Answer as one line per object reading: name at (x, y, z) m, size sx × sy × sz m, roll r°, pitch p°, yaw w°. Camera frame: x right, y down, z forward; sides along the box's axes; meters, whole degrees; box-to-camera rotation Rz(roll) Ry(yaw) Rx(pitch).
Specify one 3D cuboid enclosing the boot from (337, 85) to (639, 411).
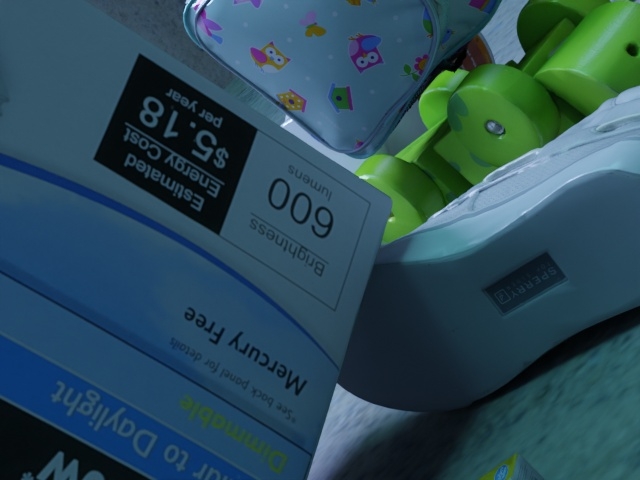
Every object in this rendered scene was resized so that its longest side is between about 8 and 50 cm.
boot at (0.112, 0.002, 0.864) m, size 0.258 × 0.095 × 0.123 m, roll -25°, pitch 11°, yaw 44°

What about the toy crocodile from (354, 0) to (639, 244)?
toy crocodile at (0.114, -0.062, 1.086) m, size 0.115 × 0.105 × 0.340 m, roll -50°, pitch 7°, yaw -32°

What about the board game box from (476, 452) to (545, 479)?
board game box at (0.035, 0.156, 0.650) m, size 0.103 × 0.026 × 0.154 m, roll -39°, pitch 11°, yaw 27°

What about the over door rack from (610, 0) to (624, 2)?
over door rack at (0.290, -0.298, 1.372) m, size 0.324 × 0.108 × 0.239 m, roll -15°, pitch 27°, yaw 41°

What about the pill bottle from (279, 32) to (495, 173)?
pill bottle at (0.047, -0.097, 1.331) m, size 0.121 × 0.121 × 0.216 m, roll -36°, pitch 5°, yaw 37°

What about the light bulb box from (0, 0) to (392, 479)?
light bulb box at (-0.206, 0.072, 0.776) m, size 0.225 × 0.358 × 0.361 m, roll -32°, pitch 33°, yaw 51°

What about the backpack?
backpack at (0.024, -0.159, 1.039) m, size 0.188 × 0.166 × 0.144 m, roll -49°, pitch 7°, yaw 24°
